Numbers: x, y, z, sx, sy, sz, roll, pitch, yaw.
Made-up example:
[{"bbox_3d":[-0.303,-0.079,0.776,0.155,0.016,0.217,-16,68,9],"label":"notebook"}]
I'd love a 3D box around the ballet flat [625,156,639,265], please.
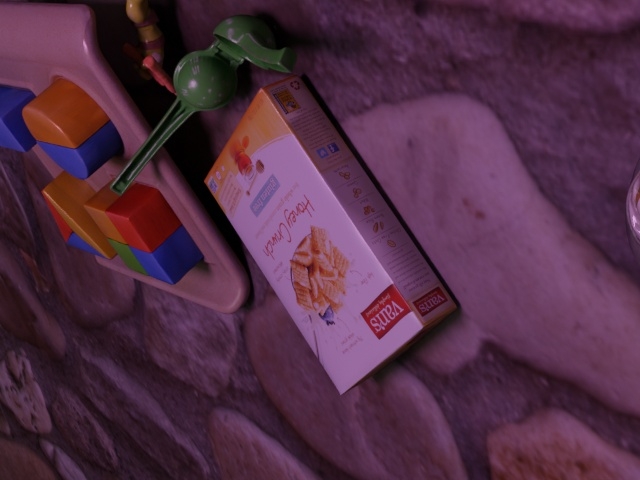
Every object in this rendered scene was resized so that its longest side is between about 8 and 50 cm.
[{"bbox_3d":[0.210,-0.043,0.654,0.072,0.068,0.213,49,145,23],"label":"ballet flat"}]

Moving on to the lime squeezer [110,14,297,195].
[{"bbox_3d":[-0.088,-0.127,0.994,0.310,0.059,0.109,-25,54,52],"label":"lime squeezer"}]

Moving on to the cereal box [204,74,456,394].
[{"bbox_3d":[0.000,0.000,1.005,0.240,0.047,0.173,57,147,11],"label":"cereal box"}]

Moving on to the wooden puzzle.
[{"bbox_3d":[-0.251,-0.079,1.214,0.322,0.080,0.347,16,140,50],"label":"wooden puzzle"}]

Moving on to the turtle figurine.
[{"bbox_3d":[-0.197,-0.273,1.051,0.217,0.087,0.269,38,159,49],"label":"turtle figurine"}]
